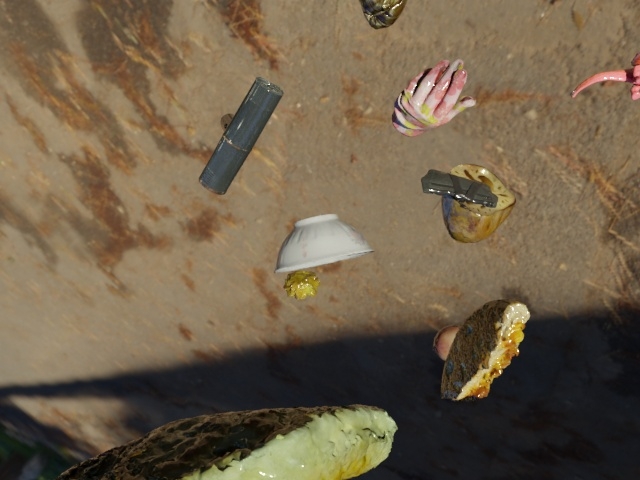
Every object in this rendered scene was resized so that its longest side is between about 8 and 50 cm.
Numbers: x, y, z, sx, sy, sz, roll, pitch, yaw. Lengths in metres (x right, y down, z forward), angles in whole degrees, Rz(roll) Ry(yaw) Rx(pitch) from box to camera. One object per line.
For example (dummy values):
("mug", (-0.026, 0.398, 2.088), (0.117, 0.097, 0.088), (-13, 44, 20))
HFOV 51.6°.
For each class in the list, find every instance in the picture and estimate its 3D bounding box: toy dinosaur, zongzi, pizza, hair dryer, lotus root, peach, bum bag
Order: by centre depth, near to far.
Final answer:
("hair dryer", (-0.120, -0.182, 0.985), (0.050, 0.195, 0.173), (27, 114, -22))
("pizza", (0.256, 0.176, 1.050), (0.058, 0.127, 0.246), (10, 122, -12))
("peach", (0.281, 0.220, 1.413), (0.083, 0.083, 0.083), (28, 148, 19))
("toy dinosaur", (0.692, -0.375, 1.433), (0.285, 0.139, 0.070), (-1, 144, 21))
("zongzi", (0.199, -0.631, 1.598), (0.288, 0.286, 0.134), (6, 161, -40))
("bum bag", (0.338, -0.123, 1.618), (0.197, 0.087, 0.049), (14, 137, -4))
("lotus root", (0.407, -0.089, 1.838), (0.199, 0.188, 0.180), (57, 149, 30))

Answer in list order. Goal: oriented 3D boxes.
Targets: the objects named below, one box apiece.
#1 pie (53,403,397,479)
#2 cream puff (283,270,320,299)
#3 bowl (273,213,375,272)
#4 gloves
("pie", (-0.122, 0.308, 0.870), (0.395, 0.417, 0.181), (20, -131, -68))
("cream puff", (-0.043, 0.101, 1.544), (0.083, 0.083, 0.058), (25, 162, 8))
("bowl", (0.000, 0.000, 1.210), (0.189, 0.189, 0.086), (-16, 84, 55))
("gloves", (0.273, -0.341, 1.619), (0.145, 0.126, 0.241), (51, 156, 0))
